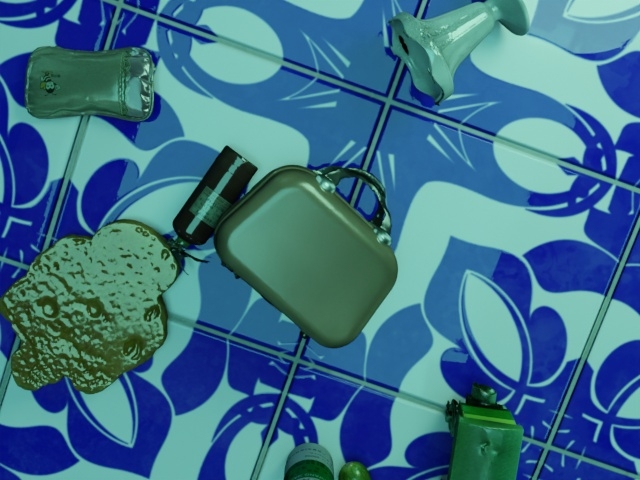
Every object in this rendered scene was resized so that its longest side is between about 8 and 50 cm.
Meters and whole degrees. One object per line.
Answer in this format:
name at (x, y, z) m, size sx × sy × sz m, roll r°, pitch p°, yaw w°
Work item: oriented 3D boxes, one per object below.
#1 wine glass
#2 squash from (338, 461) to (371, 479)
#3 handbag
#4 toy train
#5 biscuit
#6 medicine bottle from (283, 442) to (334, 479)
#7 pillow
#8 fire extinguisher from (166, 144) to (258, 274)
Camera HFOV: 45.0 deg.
wine glass at (0.229, -0.344, 1.282) m, size 0.196 × 0.165 × 0.165 m, roll -33°, pitch 96°, yaw -3°
squash at (0.082, 0.517, 1.435) m, size 0.066 × 0.066 × 0.229 m, roll -15°, pitch 98°, yaw 2°
handbag at (0.000, 0.000, 1.309) m, size 0.302 × 0.149 × 0.283 m, roll 42°, pitch 93°, yaw -12°
toy train at (0.272, 0.410, 1.353) m, size 0.120 × 0.202 × 0.301 m, roll 7°, pitch 98°, yaw 4°
biscuit at (-0.412, 0.127, 1.391) m, size 0.376 × 0.051 × 0.269 m, roll -45°, pitch 98°, yaw 3°
medicine bottle at (-0.020, 0.440, 1.328) m, size 0.095 × 0.260 × 0.095 m, roll 0°, pitch 99°, yaw -1°
pillow at (-0.402, -0.274, 1.346) m, size 0.232 × 0.038 × 0.131 m, roll 3°, pitch 95°, yaw 2°
fire extinguisher at (-0.192, -0.047, 1.355) m, size 0.099 × 0.071 × 0.231 m, roll 32°, pitch 93°, yaw -30°
